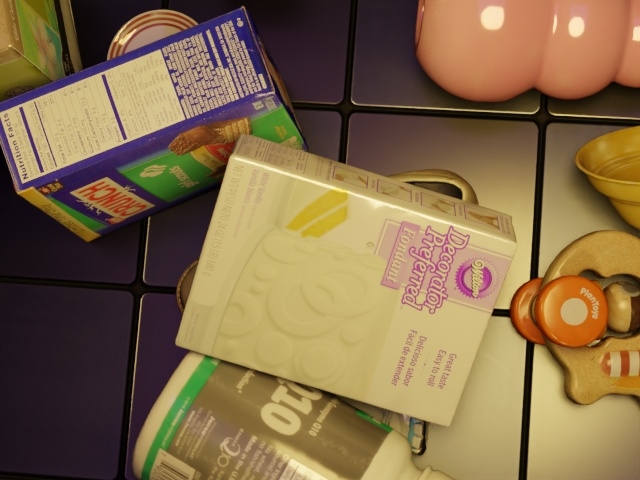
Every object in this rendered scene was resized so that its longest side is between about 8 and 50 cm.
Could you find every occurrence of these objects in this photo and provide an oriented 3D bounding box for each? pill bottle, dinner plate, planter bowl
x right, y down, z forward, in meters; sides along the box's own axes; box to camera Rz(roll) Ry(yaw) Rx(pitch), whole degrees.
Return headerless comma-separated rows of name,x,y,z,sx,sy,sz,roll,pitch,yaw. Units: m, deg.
pill bottle,-0.021,0.277,1.578,0.361,0.204,0.204,29,86,9
dinner plate,-0.209,-0.232,1.762,0.141,0.017,0.141,-1,83,5
planter bowl,0.415,-0.066,1.606,0.217,0.217,0.090,-6,112,5

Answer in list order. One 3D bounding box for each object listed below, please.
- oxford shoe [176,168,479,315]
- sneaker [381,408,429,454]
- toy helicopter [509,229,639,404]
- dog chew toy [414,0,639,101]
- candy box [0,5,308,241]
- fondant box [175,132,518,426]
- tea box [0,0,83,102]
oxford shoe,0.000,0.000,1.641,0.397,0.146,0.140,-24,81,3
sneaker,0.096,0.163,1.651,0.083,0.071,0.191,5,83,13
toy helicopter,0.406,0.145,1.608,0.235,0.140,0.355,-32,91,-8
dog chew toy,0.284,-0.260,1.629,0.331,0.206,0.207,7,83,-2
candy box,-0.195,-0.130,1.620,0.317,0.268,0.122,-20,77,4
fondant box,0.027,0.045,1.525,0.330,0.096,0.238,17,109,-4
tea box,-0.492,-0.248,1.640,0.329,0.323,0.220,-13,81,4
